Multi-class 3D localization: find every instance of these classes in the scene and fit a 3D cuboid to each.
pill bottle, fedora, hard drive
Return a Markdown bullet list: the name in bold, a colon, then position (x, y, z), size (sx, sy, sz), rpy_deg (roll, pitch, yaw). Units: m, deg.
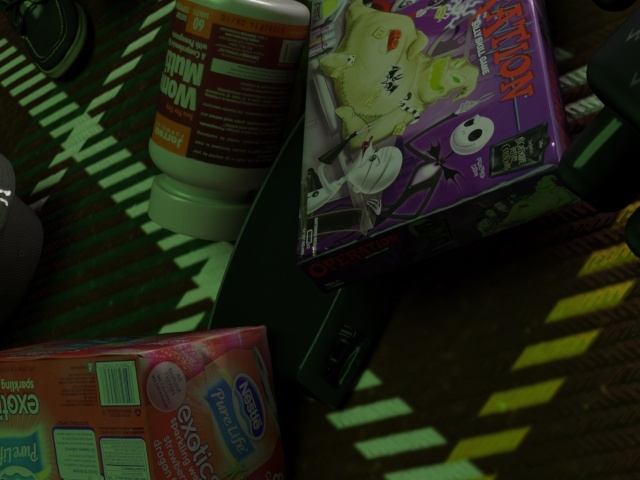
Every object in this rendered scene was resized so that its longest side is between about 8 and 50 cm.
- **pill bottle**: position (-0.090, -0.119, 0.946), size (0.121, 0.121, 0.221), rpy_deg (33, 116, 47)
- **fedora**: position (-0.426, 0.033, 1.215), size (0.244, 0.124, 0.275), rpy_deg (-1, 59, 40)
- **hard drive**: position (0.000, 0.000, 0.888), size (0.172, 0.054, 0.254), rpy_deg (16, 79, 46)

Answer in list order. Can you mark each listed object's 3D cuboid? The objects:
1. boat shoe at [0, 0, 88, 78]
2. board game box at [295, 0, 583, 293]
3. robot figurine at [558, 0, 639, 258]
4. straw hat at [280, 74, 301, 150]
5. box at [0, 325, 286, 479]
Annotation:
- **boat shoe**: position (-0.392, -0.324, 1.405), size (0.103, 0.092, 0.285), rpy_deg (-42, 45, 17)
- **board game box**: position (0.084, -0.132, 0.828), size (0.208, 0.056, 0.347), rpy_deg (-18, 44, 21)
- **robot figurine**: position (0.272, -0.106, 0.604), size (0.278, 0.209, 0.173), rpy_deg (-46, 15, 14)
- **straw hat**: position (-0.081, -0.143, 1.034), size (0.144, 0.144, 0.061), rpy_deg (-43, 6, 17)
- **box**: position (-0.187, 0.162, 0.875), size (0.300, 0.142, 0.154), rpy_deg (-9, 89, 40)
